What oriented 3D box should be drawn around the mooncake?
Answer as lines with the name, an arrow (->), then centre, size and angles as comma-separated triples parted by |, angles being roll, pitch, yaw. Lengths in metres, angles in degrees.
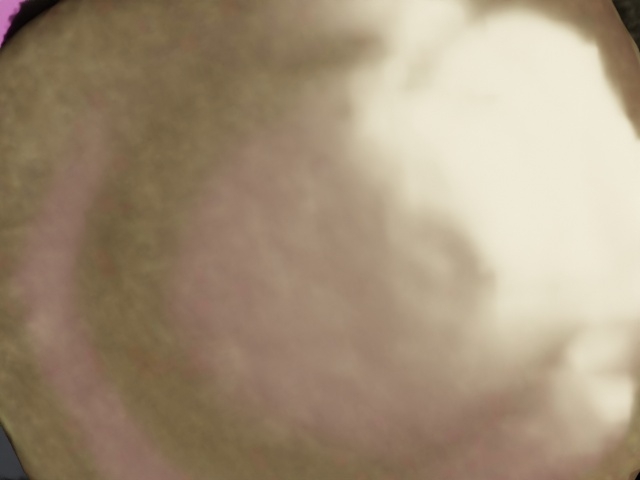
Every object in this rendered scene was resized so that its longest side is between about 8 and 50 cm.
mooncake -> 0.000, 0.000, 0.442 | 0.306, 0.154, 0.306 | 0, 101, -2
